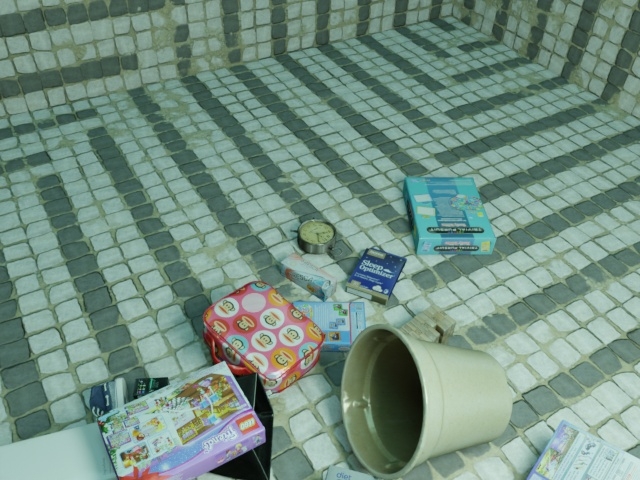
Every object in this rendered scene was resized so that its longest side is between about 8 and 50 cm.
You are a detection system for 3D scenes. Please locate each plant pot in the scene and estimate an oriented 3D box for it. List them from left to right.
[{"bbox_3d":[-0.213,0.443,1.395,0.167,0.188,0.187,-7,42,7],"label":"plant pot"},{"bbox_3d":[0.261,0.366,1.388,0.306,0.333,0.333,6,38,-28],"label":"plant pot"}]

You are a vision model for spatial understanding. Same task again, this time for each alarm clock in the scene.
[{"bbox_3d":[0.000,0.000,1.961,0.129,0.064,0.192,-29,49,-30],"label":"alarm clock"}]

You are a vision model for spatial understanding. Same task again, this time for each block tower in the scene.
[{"bbox_3d":[0.222,0.304,1.619,0.336,0.090,0.097,-28,50,-28],"label":"block tower"}]

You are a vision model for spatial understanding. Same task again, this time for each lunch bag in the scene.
[{"bbox_3d":[-0.164,0.260,1.557,0.293,0.120,0.258,39,50,24],"label":"lunch bag"}]

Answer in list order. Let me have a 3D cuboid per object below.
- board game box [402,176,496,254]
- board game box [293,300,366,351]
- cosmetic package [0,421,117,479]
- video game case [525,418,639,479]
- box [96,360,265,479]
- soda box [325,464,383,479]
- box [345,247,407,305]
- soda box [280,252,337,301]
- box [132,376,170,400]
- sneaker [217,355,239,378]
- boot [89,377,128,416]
[{"bbox_3d":[0.436,-0.091,2.068,0.254,0.079,0.336,0,43,-3],"label":"board game box"},{"bbox_3d":[0.024,0.245,1.712,0.212,0.039,0.160,2,42,-1],"label":"board game box"},{"bbox_3d":[-0.499,0.512,1.285,0.366,0.196,0.155,-9,44,-14],"label":"cosmetic package"},{"bbox_3d":[0.570,0.559,1.270,0.244,0.061,0.269,23,66,43],"label":"video game case"},{"bbox_3d":[-0.289,0.394,1.240,0.294,0.057,0.201,-20,46,-24],"label":"box"},{"bbox_3d":[0.143,0.588,1.304,0.287,0.091,0.098,11,44,10],"label":"soda box"},{"bbox_3d":[0.181,0.098,1.884,0.137,0.036,0.225,17,43,16],"label":"box"},{"bbox_3d":[-0.038,0.111,1.842,0.183,0.058,0.063,29,49,27],"label":"soda box"},{"bbox_3d":[-0.429,0.387,1.520,0.083,0.062,0.052,-3,44,-5],"label":"box"},{"bbox_3d":[-0.228,0.335,1.582,0.078,0.067,0.188,-15,42,-9],"label":"sneaker"},{"bbox_3d":[-0.523,0.429,1.477,0.086,0.069,0.190,-16,37,-9],"label":"boot"}]
